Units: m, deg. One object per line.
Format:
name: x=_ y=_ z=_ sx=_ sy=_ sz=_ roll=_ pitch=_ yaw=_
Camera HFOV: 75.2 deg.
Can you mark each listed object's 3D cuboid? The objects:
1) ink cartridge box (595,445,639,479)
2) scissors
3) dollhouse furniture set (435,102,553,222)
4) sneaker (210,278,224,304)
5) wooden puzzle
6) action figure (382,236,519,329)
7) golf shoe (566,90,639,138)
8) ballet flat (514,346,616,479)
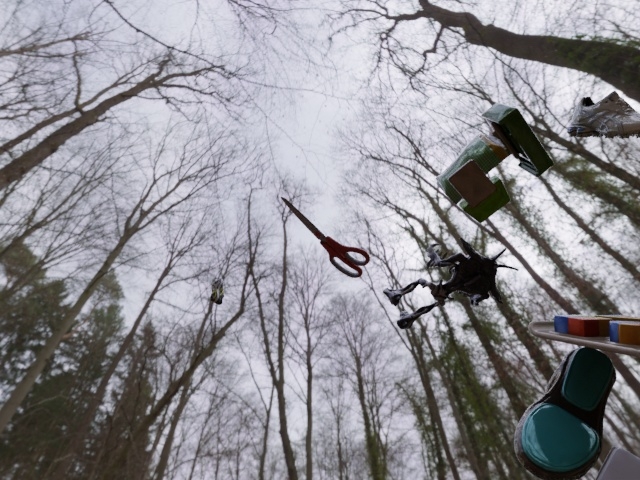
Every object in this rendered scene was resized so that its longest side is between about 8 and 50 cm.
ink cartridge box: x=0.494 y=0.409 z=0.630 sx=0.072 sy=0.127 sz=0.175 roll=-45 pitch=-49 yaw=-17
scissors: x=0.000 y=0.000 z=1.096 sx=0.297 sy=0.021 sz=0.109 roll=33 pitch=-43 yaw=-7
dollhouse furniture set: x=0.343 y=-0.199 z=0.957 sx=0.197 sy=0.301 sz=0.151 roll=-41 pitch=-71 yaw=16
sneaker: x=-0.281 y=0.142 z=1.144 sx=0.031 sy=0.083 sz=0.035 roll=-16 pitch=-49 yaw=19
wooden puzzle: x=0.765 y=0.228 z=1.024 sx=0.322 sy=0.348 sz=0.081 roll=3 pitch=-90 yaw=-15
action figure: x=0.277 y=0.086 z=0.900 sx=0.275 sy=0.141 sz=0.164 roll=-30 pitch=-81 yaw=24
golf shoe: x=0.536 y=-0.228 z=0.756 sx=0.069 sy=0.176 sz=0.086 roll=-6 pitch=-72 yaw=-22
ballet flat: x=0.606 y=0.453 z=1.033 sx=0.164 sy=0.482 sz=0.182 roll=29 pitch=-50 yaw=33
